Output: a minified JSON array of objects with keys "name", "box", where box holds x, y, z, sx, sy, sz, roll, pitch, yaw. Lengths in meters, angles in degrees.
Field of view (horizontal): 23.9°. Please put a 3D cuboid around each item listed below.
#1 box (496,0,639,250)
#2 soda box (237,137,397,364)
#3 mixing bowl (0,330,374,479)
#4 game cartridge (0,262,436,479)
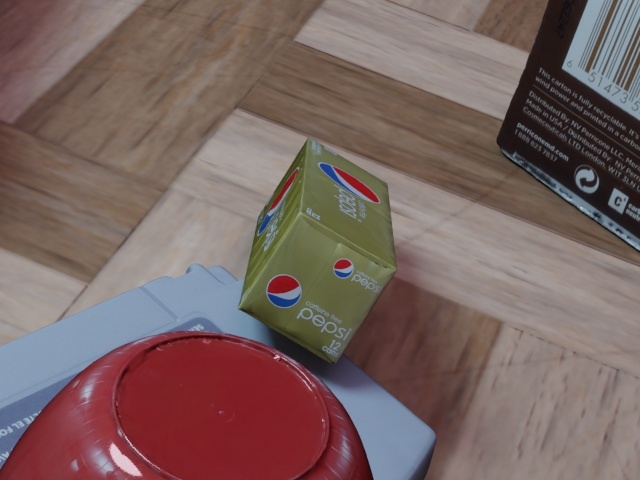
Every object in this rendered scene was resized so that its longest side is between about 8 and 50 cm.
[{"name":"box","box":[0.262,-0.113,1.031,0.168,0.167,0.203,39,42,27]},{"name":"soda box","box":[0.000,0.000,0.819,0.058,0.061,0.181,31,14,-8]},{"name":"mixing bowl","box":[-0.049,0.102,0.617,0.181,0.098,0.181,11,37,-8]},{"name":"game cartridge","box":[-0.092,0.120,0.699,0.196,0.060,0.294,36,41,30]}]
